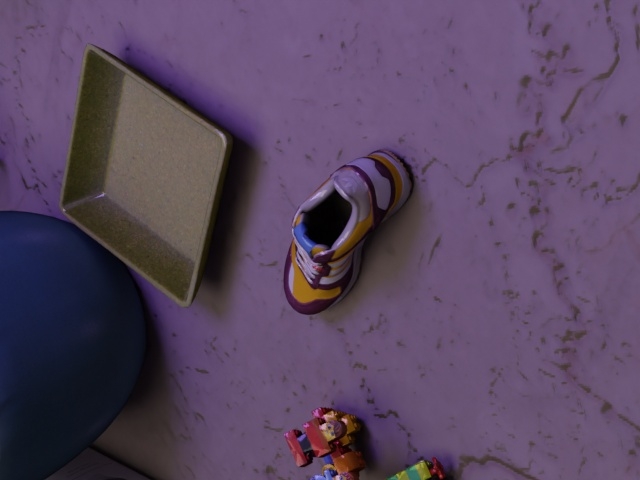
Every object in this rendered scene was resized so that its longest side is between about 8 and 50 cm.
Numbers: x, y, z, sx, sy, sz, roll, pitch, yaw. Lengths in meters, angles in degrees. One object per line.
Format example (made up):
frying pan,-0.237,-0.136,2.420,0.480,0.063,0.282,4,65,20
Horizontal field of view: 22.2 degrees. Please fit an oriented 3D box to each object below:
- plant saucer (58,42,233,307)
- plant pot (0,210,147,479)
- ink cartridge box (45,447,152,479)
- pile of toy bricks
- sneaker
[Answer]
plant saucer,-0.153,-0.064,1.498,0.188,0.045,0.188,35,127,29
plant pot,-0.312,0.103,1.577,0.293,0.235,0.293,17,116,38
ink cartridge box,-0.201,0.324,1.662,0.218,0.092,0.158,21,120,38
pile of toy bricks,0.063,0.224,1.382,0.105,0.118,0.212,-29,75,13
sneaker,0.000,0.000,1.352,0.069,0.084,0.185,46,131,20
